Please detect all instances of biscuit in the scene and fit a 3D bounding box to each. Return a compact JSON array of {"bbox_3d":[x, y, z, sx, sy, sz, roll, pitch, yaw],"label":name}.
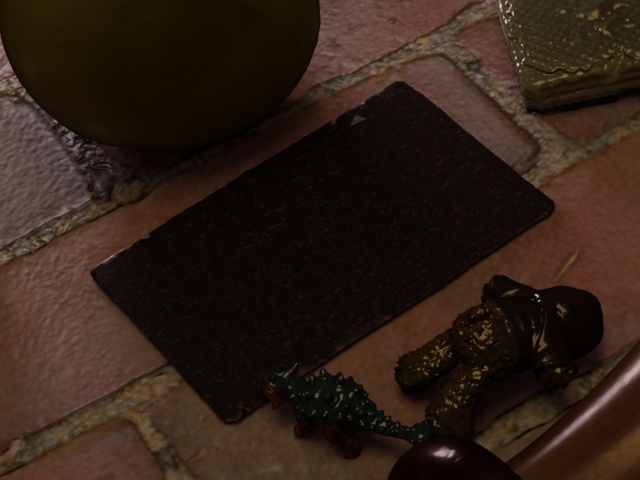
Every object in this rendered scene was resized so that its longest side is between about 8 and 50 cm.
[{"bbox_3d":[0.283,-0.193,1.633,0.252,0.052,0.150,-10,46,3],"label":"biscuit"}]

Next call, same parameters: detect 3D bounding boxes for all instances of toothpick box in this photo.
[{"bbox_3d":[0.180,0.174,1.233,0.294,0.192,0.192,-29,48,-21],"label":"toothpick box"}]

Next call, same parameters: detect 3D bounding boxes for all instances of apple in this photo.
[{"bbox_3d":[-0.139,-0.223,1.619,0.292,0.254,0.292,-10,47,11],"label":"apple"}]

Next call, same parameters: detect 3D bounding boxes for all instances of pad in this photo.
[{"bbox_3d":[0.000,0.000,1.550,0.330,0.004,0.220,-32,49,-17],"label":"pad"}]

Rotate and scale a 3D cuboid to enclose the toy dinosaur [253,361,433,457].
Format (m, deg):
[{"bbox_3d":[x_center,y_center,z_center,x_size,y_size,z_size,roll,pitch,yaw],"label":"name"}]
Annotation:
[{"bbox_3d":[0.016,0.124,1.399,0.154,0.055,0.049,16,50,28],"label":"toy dinosaur"}]

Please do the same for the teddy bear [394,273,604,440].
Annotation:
[{"bbox_3d":[0.134,0.073,1.403,0.160,0.078,0.119,-26,44,-10],"label":"teddy bear"}]
